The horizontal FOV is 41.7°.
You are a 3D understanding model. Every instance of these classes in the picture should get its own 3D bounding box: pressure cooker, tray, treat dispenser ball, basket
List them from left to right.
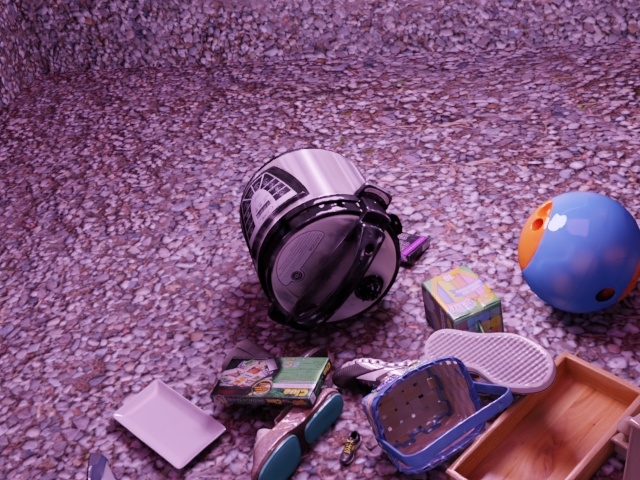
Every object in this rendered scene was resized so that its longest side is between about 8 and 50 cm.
[{"bbox_3d":[-0.353,0.430,1.957,0.270,0.030,0.145,24,49,39],"label":"tray"},{"bbox_3d":[0.006,0.001,2.102,0.375,0.370,0.420,-15,37,-8],"label":"pressure cooker"},{"bbox_3d":[0.220,0.355,1.697,0.254,0.201,0.289,-27,11,-20],"label":"basket"},{"bbox_3d":[0.464,0.409,1.705,0.411,0.076,0.202,-37,43,-28],"label":"tray"},{"bbox_3d":[0.612,0.027,1.986,0.288,0.288,0.288,-8,36,6],"label":"treat dispenser ball"}]

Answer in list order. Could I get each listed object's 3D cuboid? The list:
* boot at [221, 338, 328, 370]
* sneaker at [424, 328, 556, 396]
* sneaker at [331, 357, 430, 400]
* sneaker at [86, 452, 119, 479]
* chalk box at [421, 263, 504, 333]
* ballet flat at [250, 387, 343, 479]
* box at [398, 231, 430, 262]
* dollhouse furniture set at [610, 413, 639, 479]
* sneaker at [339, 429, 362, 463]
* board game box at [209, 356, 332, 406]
[{"bbox_3d":[-0.111,0.293,2.044,0.189,0.076,0.208,-36,35,-29],"label":"boot"},{"bbox_3d":[0.384,0.272,1.819,0.321,0.127,0.126,10,63,49],"label":"sneaker"},{"bbox_3d":[0.137,0.325,1.910,0.234,0.078,0.106,-2,35,10],"label":"sneaker"},{"bbox_3d":[-0.418,0.570,1.749,0.131,0.112,0.319,-4,36,-18],"label":"sneaker"},{"bbox_3d":[0.349,0.181,1.994,0.132,0.132,0.213,-22,38,-12],"label":"chalk box"},{"bbox_3d":[-0.074,0.427,1.827,0.106,0.108,0.316,12,32,35],"label":"ballet flat"},{"bbox_3d":[0.206,0.011,2.335,0.162,0.029,0.116,17,34,33],"label":"box"},{"bbox_3d":[0.737,0.362,1.550,0.355,0.174,0.303,-21,34,-26],"label":"dollhouse furniture set"},{"bbox_3d":[0.061,0.443,1.810,0.031,0.035,0.083,7,40,26],"label":"sneaker"},{"bbox_3d":[-0.114,0.319,1.918,0.259,0.030,0.136,-3,31,27],"label":"board game box"}]
